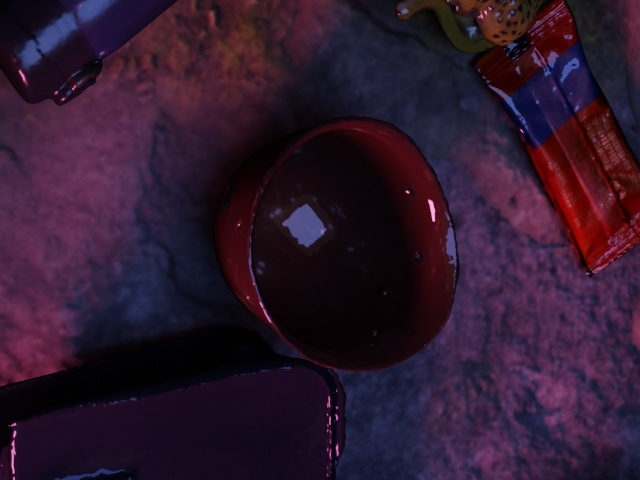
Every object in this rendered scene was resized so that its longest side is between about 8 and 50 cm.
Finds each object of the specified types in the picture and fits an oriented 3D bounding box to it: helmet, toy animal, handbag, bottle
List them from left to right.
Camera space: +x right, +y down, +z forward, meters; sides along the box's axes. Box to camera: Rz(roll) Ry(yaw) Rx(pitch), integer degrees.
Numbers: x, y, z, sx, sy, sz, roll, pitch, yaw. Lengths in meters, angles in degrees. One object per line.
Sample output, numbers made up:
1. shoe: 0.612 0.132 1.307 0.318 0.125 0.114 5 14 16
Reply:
1. handbag: -0.123 0.229 1.075 0.269 0.118 0.326 -10 109 -31
2. bottle: -0.094 -0.177 0.987 0.244 0.072 0.082 -40 101 -10
3. helmet: 0.000 0.000 1.070 0.175 0.106 0.155 29 80 -33
4. toy animal: 0.133 -0.179 1.107 0.181 0.073 0.136 -50 128 -9

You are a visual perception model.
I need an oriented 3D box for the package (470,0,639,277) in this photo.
1. package: 0.183 -0.071 1.190 0.083 0.022 0.200 -39 118 -12
